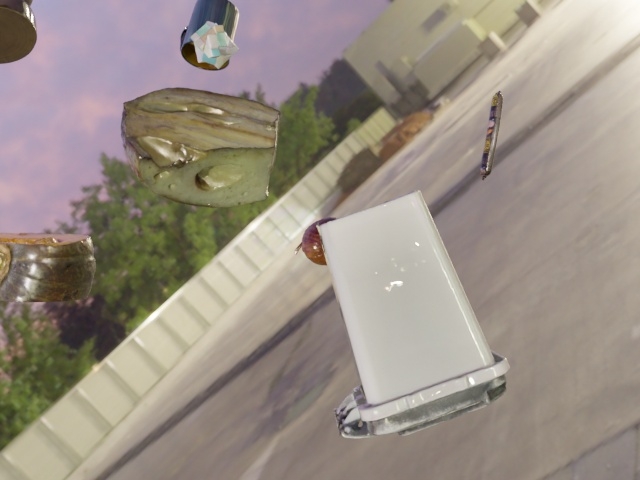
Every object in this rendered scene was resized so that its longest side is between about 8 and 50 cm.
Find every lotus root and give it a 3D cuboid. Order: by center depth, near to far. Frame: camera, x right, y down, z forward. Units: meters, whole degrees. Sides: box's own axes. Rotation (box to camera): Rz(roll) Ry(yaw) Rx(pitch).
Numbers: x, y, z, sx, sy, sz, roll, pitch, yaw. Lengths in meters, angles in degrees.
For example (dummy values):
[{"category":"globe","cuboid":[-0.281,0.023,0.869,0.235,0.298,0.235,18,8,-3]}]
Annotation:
[{"category":"lotus root","cuboid":[-0.221,-0.168,1.587,0.142,0.313,0.210,118,149,-43]}]

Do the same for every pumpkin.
[{"category":"pumpkin","cuboid":[-0.598,0.051,1.749,0.316,0.140,0.221,-1,2,25]}]

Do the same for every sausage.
[{"category":"sausage","cuboid":[0.350,-0.217,1.739,0.028,0.025,0.199,2,74,42]}]

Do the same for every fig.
[{"category":"fig","cuboid":[0.000,0.000,2.352,0.201,0.146,0.134,6,89,65]}]

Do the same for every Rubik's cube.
[{"category":"Rubik's cube","cuboid":[-0.218,-0.395,1.709,0.084,0.075,0.073,-55,-28,-10]}]

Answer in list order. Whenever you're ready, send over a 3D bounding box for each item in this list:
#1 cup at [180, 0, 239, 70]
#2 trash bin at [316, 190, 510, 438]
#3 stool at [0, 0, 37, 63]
[{"category":"cup","cuboid":[-0.273,-0.490,1.995,0.113,0.150,0.138,71,-153,-64]},{"category":"trash bin","cuboid":[0.114,0.122,1.419,0.295,0.368,0.256,-20,1,0]},{"category":"stool","cuboid":[-0.751,-0.565,1.956,0.179,0.264,0.179,-11,-29,-6]}]
